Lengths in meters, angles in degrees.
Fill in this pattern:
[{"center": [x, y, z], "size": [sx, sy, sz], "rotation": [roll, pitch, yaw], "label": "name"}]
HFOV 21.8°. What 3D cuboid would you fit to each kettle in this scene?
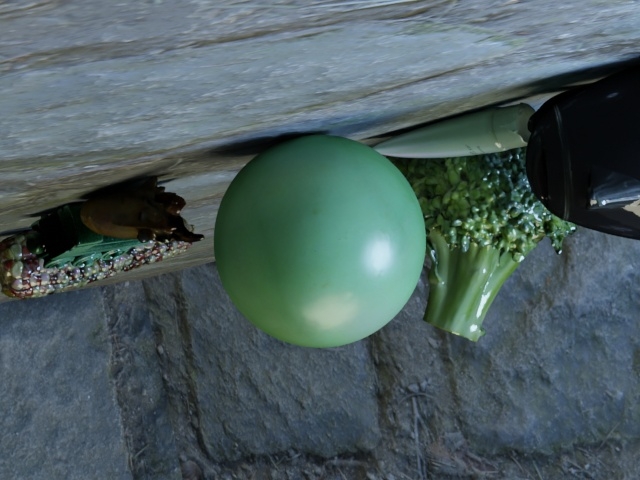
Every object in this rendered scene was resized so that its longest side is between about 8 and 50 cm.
[{"center": [0.355, -0.102, 1.725], "size": [0.290, 0.207, 0.268], "rotation": [-7, -154, 5], "label": "kettle"}]

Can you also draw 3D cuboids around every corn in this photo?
[{"center": [-0.301, 0.010, 2.203], "size": [0.280, 0.092, 0.092], "rotation": [-16, 180, -24], "label": "corn"}]

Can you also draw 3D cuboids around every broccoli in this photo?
[{"center": [0.177, -0.031, 2.021], "size": [0.260, 0.235, 0.288], "rotation": [-47, 161, 10], "label": "broccoli"}]

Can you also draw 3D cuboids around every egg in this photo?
[{"center": [0.000, 0.000, 1.726], "size": [0.220, 0.220, 0.270], "rotation": [-12, -178, 6], "label": "egg"}]

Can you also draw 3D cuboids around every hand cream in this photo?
[{"center": [0.148, -0.115, 1.866], "size": [0.205, 0.050, 0.078], "rotation": [-9, 180, 39], "label": "hand cream"}]

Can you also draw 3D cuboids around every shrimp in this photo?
[{"center": [-0.180, -0.041, 1.834], "size": [0.117, 0.066, 0.262], "rotation": [-27, -159, -31], "label": "shrimp"}]

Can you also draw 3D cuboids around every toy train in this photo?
[{"center": [-0.272, -0.011, 2.011], "size": [0.111, 0.071, 0.170], "rotation": [-23, 171, 40], "label": "toy train"}]
